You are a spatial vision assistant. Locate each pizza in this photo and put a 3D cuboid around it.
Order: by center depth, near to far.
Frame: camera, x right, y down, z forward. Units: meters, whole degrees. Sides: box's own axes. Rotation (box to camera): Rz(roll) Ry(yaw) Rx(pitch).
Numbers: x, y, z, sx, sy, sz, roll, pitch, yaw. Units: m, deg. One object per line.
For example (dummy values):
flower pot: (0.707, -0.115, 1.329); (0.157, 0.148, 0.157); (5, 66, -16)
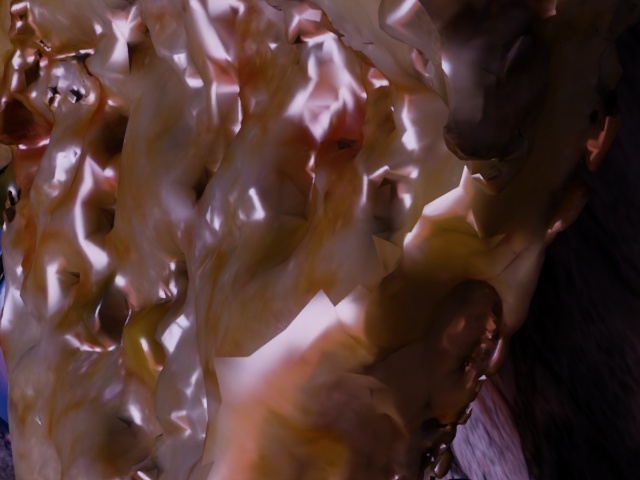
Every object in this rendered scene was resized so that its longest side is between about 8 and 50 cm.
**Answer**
pizza: (-0.068, -0.013, 0.589); (0.392, 0.080, 0.435); (57, 133, 46)

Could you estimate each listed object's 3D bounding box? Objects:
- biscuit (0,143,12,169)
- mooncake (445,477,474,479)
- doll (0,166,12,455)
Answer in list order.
biscuit: (-0.229, -0.126, 1.075); (0.057, 0.287, 0.344); (48, -179, -23)
mooncake: (0.048, 0.216, 0.605); (0.117, 0.235, 0.235); (31, 176, -12)
doll: (-0.139, 0.022, 1.055); (0.240, 0.284, 0.310); (22, -166, -35)
